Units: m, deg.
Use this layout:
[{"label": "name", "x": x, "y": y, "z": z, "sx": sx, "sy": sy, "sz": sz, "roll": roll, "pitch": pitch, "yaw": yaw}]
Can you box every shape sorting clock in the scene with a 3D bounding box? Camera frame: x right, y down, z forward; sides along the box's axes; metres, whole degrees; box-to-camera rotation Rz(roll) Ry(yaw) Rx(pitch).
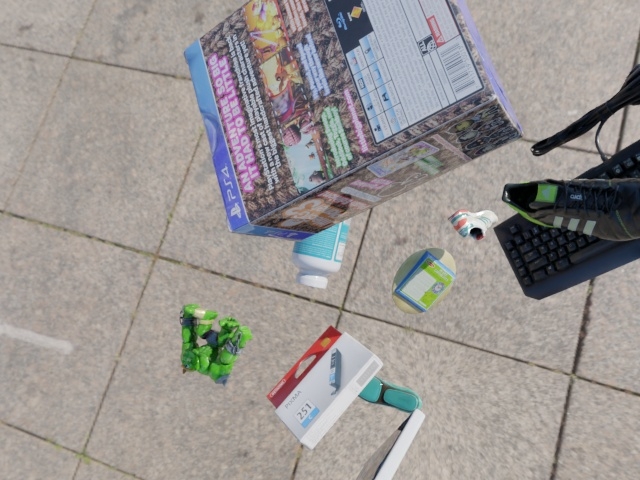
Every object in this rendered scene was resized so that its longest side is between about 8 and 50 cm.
[{"label": "shape sorting clock", "x": 0.286, "y": 0.112, "z": 1.402, "sx": 0.206, "sy": 0.206, "sz": 0.040, "roll": -38, "pitch": 35, "yaw": -1}]

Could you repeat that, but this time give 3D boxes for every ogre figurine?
[{"label": "ogre figurine", "x": -0.205, "y": 0.194, "z": 0.946, "sx": 0.197, "sy": 0.097, "sz": 0.118, "roll": 12, "pitch": 90, "yaw": 24}]

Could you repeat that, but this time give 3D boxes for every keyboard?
[{"label": "keyboard", "x": 0.335, "y": -0.077, "z": 0.586, "sx": 0.317, "sy": 0.033, "sz": 0.201, "roll": -39, "pitch": 56, "yaw": 42}]

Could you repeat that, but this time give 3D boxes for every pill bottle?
[{"label": "pill bottle", "x": 0.000, "y": 0.000, "z": 1.453, "sx": 0.146, "sy": 0.146, "sz": 0.263, "roll": 13, "pitch": 88, "yaw": 15}]

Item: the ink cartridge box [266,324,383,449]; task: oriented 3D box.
[{"label": "ink cartridge box", "x": -0.010, "y": 0.384, "z": 1.421, "sx": 0.296, "sy": 0.066, "sz": 0.261, "roll": -47, "pitch": 37, "yaw": -11}]

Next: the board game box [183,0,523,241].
[{"label": "board game box", "x": 0.025, "y": -0.160, "z": 0.548, "sx": 0.291, "sy": 0.141, "sz": 0.231, "roll": -24, "pitch": 74, "yaw": 27}]

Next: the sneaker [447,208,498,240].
[{"label": "sneaker", "x": 0.382, "y": -0.032, "z": 1.233, "sx": 0.057, "sy": 0.161, "sz": 0.075, "roll": -49, "pitch": 53, "yaw": 40}]

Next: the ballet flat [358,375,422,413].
[{"label": "ballet flat", "x": 0.199, "y": 0.475, "z": 1.571, "sx": 0.247, "sy": 0.087, "sz": 0.083, "roll": 14, "pitch": 74, "yaw": 29}]

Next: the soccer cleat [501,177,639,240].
[{"label": "soccer cleat", "x": 0.260, "y": -0.036, "z": 0.510, "sx": 0.072, "sy": 0.179, "sz": 0.060, "roll": 15, "pitch": 88, "yaw": -23}]

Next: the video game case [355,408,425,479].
[{"label": "video game case", "x": 0.078, "y": 0.376, "z": 0.788, "sx": 0.023, "sy": 0.201, "sz": 0.183, "roll": 37, "pitch": 129, "yaw": 13}]
